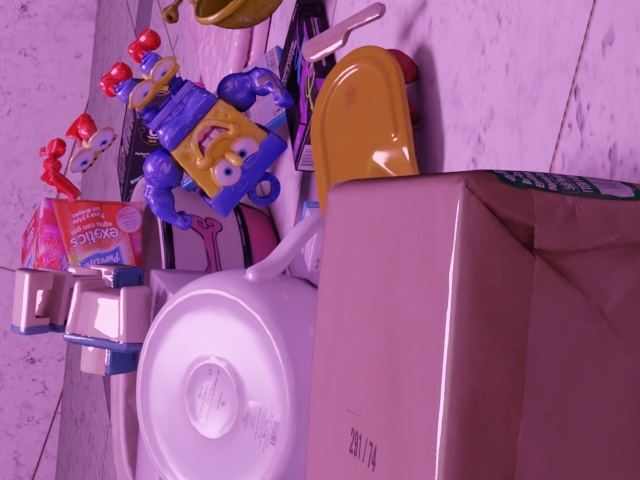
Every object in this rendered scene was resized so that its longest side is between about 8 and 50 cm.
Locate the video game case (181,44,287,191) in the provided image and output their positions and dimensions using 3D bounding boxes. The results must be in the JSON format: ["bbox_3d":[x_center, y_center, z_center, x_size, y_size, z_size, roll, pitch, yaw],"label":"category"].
[{"bbox_3d":[-0.102,-0.142,2.133,0.166,0.015,0.119,-34,42,21],"label":"video game case"}]

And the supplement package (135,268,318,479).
[{"bbox_3d":[-0.095,0.189,1.917,0.177,0.175,0.292,-148,62,-76],"label":"supplement package"}]

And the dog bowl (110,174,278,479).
[{"bbox_3d":[-0.151,0.126,2.204,0.408,0.150,0.408,-177,90,-75],"label":"dog bowl"}]

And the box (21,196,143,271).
[{"bbox_3d":[-0.295,0.034,2.234,0.257,0.123,0.128,146,124,-72],"label":"box"}]

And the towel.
[{"bbox_3d":[-0.115,-0.345,2.353,0.332,0.053,0.317,-109,26,-57],"label":"towel"}]

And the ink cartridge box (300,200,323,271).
[{"bbox_3d":[0.000,0.000,1.881,0.083,0.028,0.048,-112,29,-58],"label":"ink cartridge box"}]

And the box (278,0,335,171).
[{"bbox_3d":[-0.014,-0.171,1.970,0.116,0.029,0.162,108,160,-46],"label":"box"}]

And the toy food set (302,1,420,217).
[{"bbox_3d":[0.056,-0.100,1.635,0.128,0.071,0.217,-32,54,43],"label":"toy food set"}]

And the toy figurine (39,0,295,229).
[{"bbox_3d":[-0.112,-0.138,2.001,0.362,0.217,0.191,-49,19,-4],"label":"toy figurine"}]

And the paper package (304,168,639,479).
[{"bbox_3d":[0.106,0.111,1.178,0.325,0.168,0.309,-176,88,-76],"label":"paper package"}]

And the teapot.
[{"bbox_3d":[-0.036,0.138,1.719,0.256,0.187,0.252,-36,68,38],"label":"teapot"}]

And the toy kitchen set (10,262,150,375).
[{"bbox_3d":[-0.215,0.096,1.938,0.207,0.166,0.122,-3,-81,-62],"label":"toy kitchen set"}]

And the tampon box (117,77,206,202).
[{"bbox_3d":[-0.213,-0.132,2.546,0.101,0.120,0.161,-106,24,-50],"label":"tampon box"}]
